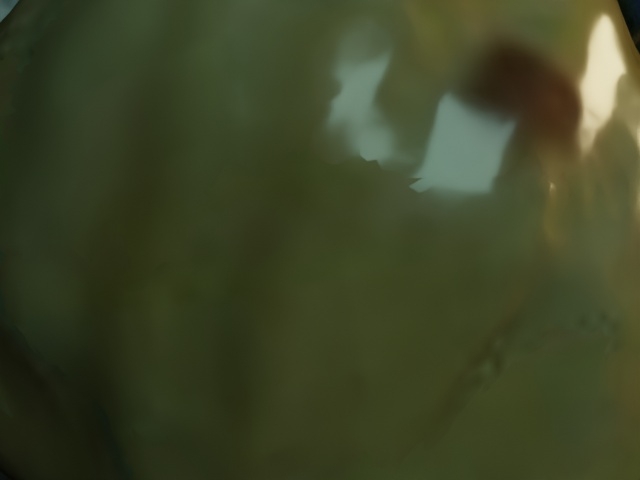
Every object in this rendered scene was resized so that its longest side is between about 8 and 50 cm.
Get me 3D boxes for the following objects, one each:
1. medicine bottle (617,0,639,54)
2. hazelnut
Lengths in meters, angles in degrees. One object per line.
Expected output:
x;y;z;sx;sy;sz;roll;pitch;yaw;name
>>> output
0.154;-0.067;0.673;0.078;0.115;0.219;-6;69;-19;medicine bottle
0.000;0.000;0.536;0.261;0.261;0.241;46;47;7;hazelnut
